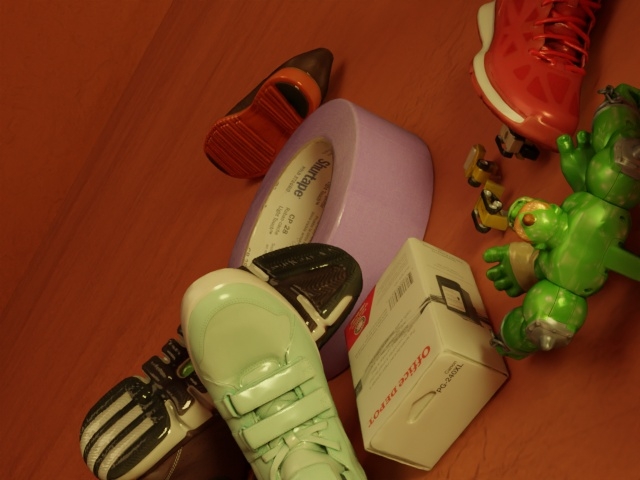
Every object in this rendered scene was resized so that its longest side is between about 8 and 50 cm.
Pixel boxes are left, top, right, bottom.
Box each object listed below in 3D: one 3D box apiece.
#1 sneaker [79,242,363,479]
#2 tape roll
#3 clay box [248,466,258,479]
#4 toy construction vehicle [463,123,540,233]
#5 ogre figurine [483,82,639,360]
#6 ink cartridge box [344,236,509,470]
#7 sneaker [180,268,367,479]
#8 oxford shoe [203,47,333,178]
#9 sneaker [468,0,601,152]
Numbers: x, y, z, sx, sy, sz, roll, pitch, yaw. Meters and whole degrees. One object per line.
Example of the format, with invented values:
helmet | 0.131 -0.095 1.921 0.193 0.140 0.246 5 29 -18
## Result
sneaker | -0.066 0.131 1.025 0.281 0.162 0.106 -37 49 -8
tape roll | 0.000 0.000 1.168 0.275 0.090 0.275 -52 23 33
clay box | -0.091 0.263 1.148 0.222 0.053 0.127 -8 59 66
toy construction vehicle | 0.150 -0.060 0.951 0.098 0.035 0.086 -98 26 -60
ogre figurine | 0.168 -0.006 0.759 0.197 0.097 0.118 -47 5 7
ink cartridge box | 0.078 0.087 0.910 0.109 0.063 0.150 -56 23 26
sneaker | -0.015 0.143 0.878 0.094 0.256 0.151 -30 25 -7
oxford shoe | -0.064 -0.164 1.546 0.271 0.097 0.098 -30 20 51
sneaker | 0.184 -0.173 0.910 0.128 0.087 0.221 -54 24 32
